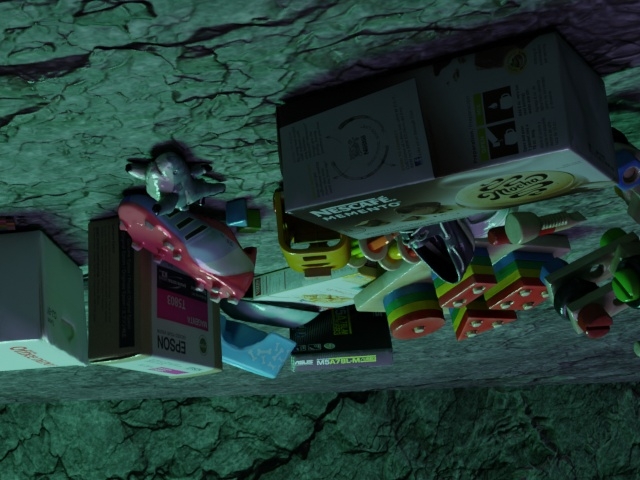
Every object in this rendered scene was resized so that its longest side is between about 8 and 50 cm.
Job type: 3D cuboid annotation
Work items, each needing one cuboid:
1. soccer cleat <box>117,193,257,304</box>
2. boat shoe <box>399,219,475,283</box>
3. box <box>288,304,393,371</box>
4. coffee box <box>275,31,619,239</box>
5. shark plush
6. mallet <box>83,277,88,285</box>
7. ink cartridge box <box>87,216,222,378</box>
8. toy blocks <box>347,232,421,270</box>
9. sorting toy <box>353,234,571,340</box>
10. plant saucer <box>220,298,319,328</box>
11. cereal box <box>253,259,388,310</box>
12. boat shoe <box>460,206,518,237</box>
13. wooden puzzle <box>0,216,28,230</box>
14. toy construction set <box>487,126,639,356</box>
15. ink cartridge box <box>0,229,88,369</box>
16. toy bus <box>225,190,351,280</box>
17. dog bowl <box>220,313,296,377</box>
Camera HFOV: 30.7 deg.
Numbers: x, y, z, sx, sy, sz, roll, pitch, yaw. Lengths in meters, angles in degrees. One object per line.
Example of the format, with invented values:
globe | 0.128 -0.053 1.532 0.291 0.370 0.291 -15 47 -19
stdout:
soccer cleat | -0.171 -0.005 1.532 0.083 0.095 0.248 0 150 39
boat shoe | 0.135 -0.016 1.487 0.075 0.065 0.206 -7 144 35
box | 0.035 0.171 2.148 0.184 0.045 0.190 -5 -154 1
coffee box | 0.125 -0.095 1.168 0.297 0.119 0.168 -12 165 27
shark plush | -0.151 -0.063 1.357 0.067 0.073 0.161 -42 148 16
mallet | -0.326 0.056 1.821 0.190 0.039 0.062 -8 167 29
ink cartridge box | -0.226 0.083 1.625 0.088 0.193 0.235 -9 166 20
toy blocks | 0.117 0.001 1.686 0.123 0.054 0.148 5 163 -36
sorting toy | 0.231 0.082 1.851 0.257 0.089 0.255 4 151 -35
plant saucer | -0.099 0.128 2.051 0.195 0.037 0.195 9 178 0
cereal box | 0.029 0.071 1.949 0.240 0.047 0.173 -17 160 40
boat shoe | 0.179 -0.037 1.555 0.063 0.066 0.184 6 172 -40
wooden puzzle | -0.425 -0.021 1.528 0.083 0.006 0.049 -2 166 -12
toy construction set | 0.373 -0.030 1.381 0.237 0.257 0.309 -12 -170 -21
ink cartridge box | -0.549 0.102 1.665 0.385 0.160 0.279 -4 167 0
toy bus | -0.006 -0.002 1.531 0.202 0.104 0.191 8 162 -40
dog bowl | -0.181 0.162 2.000 0.297 0.074 0.166 25 169 -33
